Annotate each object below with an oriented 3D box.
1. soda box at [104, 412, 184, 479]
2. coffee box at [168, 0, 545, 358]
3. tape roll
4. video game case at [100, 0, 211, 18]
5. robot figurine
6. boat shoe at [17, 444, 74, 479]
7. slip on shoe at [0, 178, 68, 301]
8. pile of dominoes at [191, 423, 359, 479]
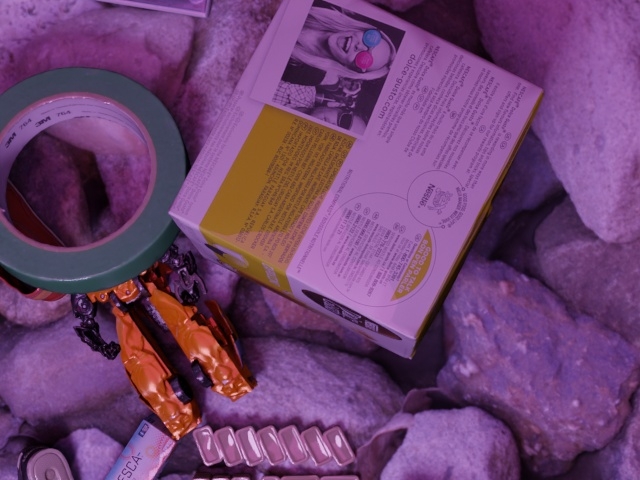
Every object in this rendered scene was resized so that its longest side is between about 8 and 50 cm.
[{"bbox_3d":[-0.278,0.350,1.839,0.063,0.058,0.183,34,98,5],"label":"soda box"},{"bbox_3d":[0.050,-0.076,1.583,0.334,0.337,0.338,27,83,6],"label":"coffee box"},{"bbox_3d":[-0.346,-0.087,1.754,0.321,0.077,0.321,0,73,2],"label":"tape roll"},{"bbox_3d":[-0.241,-0.424,1.799,0.190,0.022,0.173,10,96,8],"label":"video game case"},{"bbox_3d":[-0.231,0.132,1.804,0.211,0.085,0.291,-34,89,9],"label":"robot figurine"},{"bbox_3d":[-0.404,0.421,1.867,0.079,0.084,0.233,-3,103,47],"label":"boat shoe"},{"bbox_3d":[-0.498,-0.033,1.828,0.331,0.101,0.123,43,101,5],"label":"slip on shoe"},{"bbox_3d":[-0.065,0.365,1.829,0.251,0.040,0.196,-1,93,1],"label":"pile of dominoes"}]
